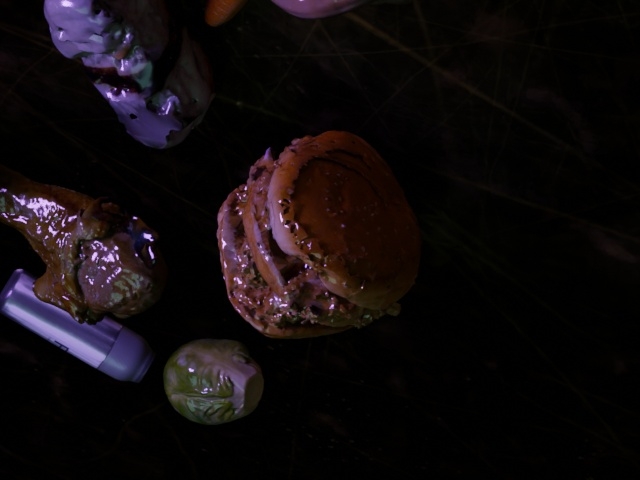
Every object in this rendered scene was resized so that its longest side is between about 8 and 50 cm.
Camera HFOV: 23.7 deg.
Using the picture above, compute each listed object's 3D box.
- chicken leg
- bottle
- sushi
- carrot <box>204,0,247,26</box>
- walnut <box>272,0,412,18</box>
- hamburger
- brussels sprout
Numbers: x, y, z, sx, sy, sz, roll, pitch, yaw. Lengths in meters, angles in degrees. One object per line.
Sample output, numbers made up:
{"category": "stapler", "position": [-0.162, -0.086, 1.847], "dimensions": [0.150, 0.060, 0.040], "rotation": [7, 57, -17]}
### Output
{"category": "chicken leg", "position": [-0.375, -0.003, 2.143], "dimensions": [0.361, 0.140, 0.211], "rotation": [26, 123, 12]}
{"category": "bottle", "position": [-0.377, 0.134, 2.360], "dimensions": [0.253, 0.079, 0.096], "rotation": [31, -179, -10]}
{"category": "sushi", "position": [-0.219, -0.225, 1.777], "dimensions": [0.124, 0.130, 0.332], "rotation": [-3, 138, 30]}
{"category": "carrot", "position": [-0.097, -0.285, 1.712], "dimensions": [0.048, 0.048, 0.139], "rotation": [32, 145, -13]}
{"category": "walnut", "position": [0.027, -0.330, 1.436], "dimensions": [0.273, 0.227, 0.273], "rotation": [15, 145, 11]}
{"category": "hamburger", "position": [0.001, 0.008, 1.851], "dimensions": [0.245, 0.260, 0.211], "rotation": [39, 137, -10]}
{"category": "brussels sprout", "position": [-0.165, 0.220, 2.321], "dimensions": [0.155, 0.117, 0.155], "rotation": [22, 144, 17]}
